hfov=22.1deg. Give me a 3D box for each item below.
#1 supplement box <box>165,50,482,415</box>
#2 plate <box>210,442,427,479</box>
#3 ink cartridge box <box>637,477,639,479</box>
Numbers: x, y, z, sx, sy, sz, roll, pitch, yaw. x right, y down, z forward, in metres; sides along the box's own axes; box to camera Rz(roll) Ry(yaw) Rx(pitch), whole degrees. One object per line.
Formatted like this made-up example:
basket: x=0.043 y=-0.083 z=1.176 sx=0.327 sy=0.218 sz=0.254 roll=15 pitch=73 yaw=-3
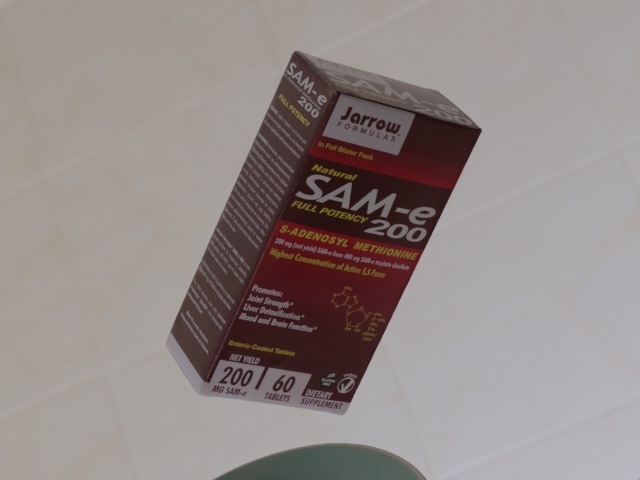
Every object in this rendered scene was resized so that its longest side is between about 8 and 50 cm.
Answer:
supplement box: x=0.000 y=0.000 z=1.145 sx=0.130 sy=0.239 sz=0.073 roll=11 pitch=-157 yaw=-34
plate: x=-0.025 y=0.172 z=0.829 sx=0.188 sy=0.188 sz=0.024 roll=-92 pitch=-20 yaw=-61
ink cartridge box: x=0.290 y=0.321 z=1.433 sx=0.168 sy=0.171 sz=0.232 roll=46 pitch=-146 yaw=10
